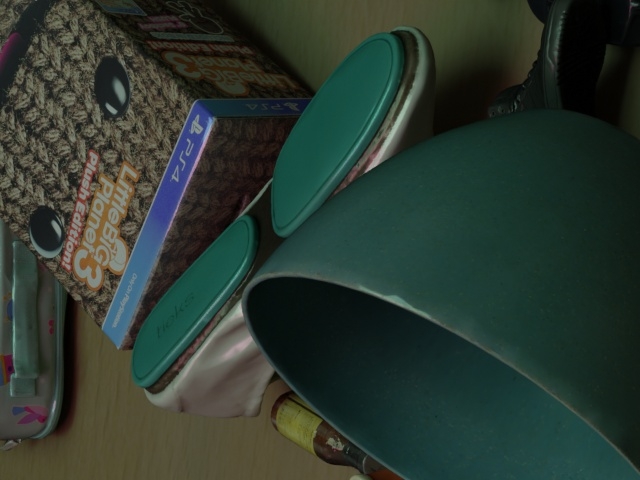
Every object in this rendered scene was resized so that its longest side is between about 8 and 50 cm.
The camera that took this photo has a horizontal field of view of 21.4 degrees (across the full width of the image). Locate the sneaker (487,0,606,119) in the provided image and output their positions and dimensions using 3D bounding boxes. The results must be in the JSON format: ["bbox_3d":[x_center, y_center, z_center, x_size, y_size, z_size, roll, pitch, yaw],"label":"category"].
[{"bbox_3d":[0.144,-0.090,1.131,0.089,0.051,0.170,23,131,45],"label":"sneaker"}]

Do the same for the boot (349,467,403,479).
[{"bbox_3d":[0.053,0.241,1.230,0.059,0.084,0.158,-12,78,53],"label":"boot"}]

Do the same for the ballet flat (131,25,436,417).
[{"bbox_3d":[0.000,0.000,1.295,0.400,0.139,0.139,-50,48,33],"label":"ballet flat"}]

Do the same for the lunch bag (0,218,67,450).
[{"bbox_3d":[-0.350,0.086,1.810,0.224,0.108,0.279,-7,82,52],"label":"lunch bag"}]

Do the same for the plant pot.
[{"bbox_3d":[0.125,0.036,1.021,0.290,0.290,0.195,0,50,55],"label":"plant pot"}]

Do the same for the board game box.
[{"bbox_3d":[-0.164,-0.087,1.472,0.291,0.141,0.232,42,121,33],"label":"board game box"}]

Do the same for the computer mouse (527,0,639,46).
[{"bbox_3d":[0.224,-0.150,1.071,0.242,0.041,0.071,24,121,47],"label":"computer mouse"}]

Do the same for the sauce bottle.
[{"bbox_3d":[0.008,0.156,1.339,0.128,0.042,0.042,27,108,55],"label":"sauce bottle"}]
